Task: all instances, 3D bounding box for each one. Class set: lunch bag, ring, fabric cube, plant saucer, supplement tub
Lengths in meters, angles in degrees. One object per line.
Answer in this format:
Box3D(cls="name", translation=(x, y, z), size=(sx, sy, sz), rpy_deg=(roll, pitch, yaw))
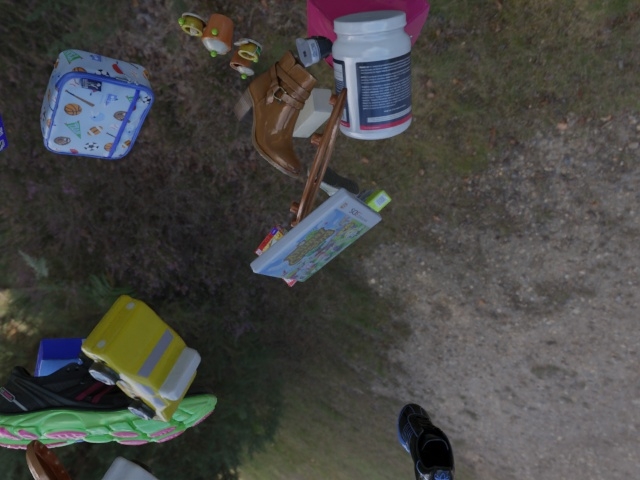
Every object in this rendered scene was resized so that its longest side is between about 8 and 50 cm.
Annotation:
Box3D(cls="lunch bag", translation=(-0.571, -0.341, 1.238), size=(0.303, 0.243, 0.115), rpy_deg=(-41, 58, 39))
Box3D(cls="ring", translation=(-0.009, -0.161, 1.015), size=(0.032, 0.336, 0.336), rpy_deg=(19, 144, 1))
Box3D(cls="fabric cube", translation=(0.137, -0.671, 1.489), size=(0.259, 0.258, 0.254), rpy_deg=(47, 174, 4))
Box3D(cls="plant saucer", translation=(-0.303, 0.261, 0.535), size=(0.083, 0.013, 0.083), rpy_deg=(40, 152, 28))
Box3D(cls="supplement tub", translation=(0.128, -0.405, 1.176), size=(0.191, 0.191, 0.272), rpy_deg=(15, 128, 30))

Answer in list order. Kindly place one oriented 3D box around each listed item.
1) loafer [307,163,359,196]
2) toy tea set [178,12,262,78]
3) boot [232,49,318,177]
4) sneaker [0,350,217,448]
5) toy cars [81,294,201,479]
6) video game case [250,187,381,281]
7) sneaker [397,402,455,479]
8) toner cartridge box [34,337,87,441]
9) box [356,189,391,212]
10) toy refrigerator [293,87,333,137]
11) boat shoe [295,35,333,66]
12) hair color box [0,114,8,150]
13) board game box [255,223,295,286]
Box3D(cls="loafer", translation=(0.048, -0.250, 2.135), size=(0.268, 0.102, 0.092), rpy_deg=(25, 146, -24))
Box3D(cls="toy tea set", translation=(-0.320, -0.639, 1.622), size=(0.200, 0.124, 0.336), rpy_deg=(13, 178, 33))
Box3D(cls="boot", translation=(-0.078, -0.319, 1.205), size=(0.220, 0.109, 0.283), rpy_deg=(-40, 66, 19))
Box3D(cls="sneaker", translation=(-0.476, 0.341, 1.068), size=(0.483, 0.202, 0.185), rpy_deg=(3, 142, -12))
Box3D(cls="toy cars", translation=(-0.208, 0.261, 0.607), size=(0.087, 0.176, 0.393), rpy_deg=(8, 98, 24))
Box3D(cls="video game case", translation=(0.000, 0.000, 0.883), size=(0.023, 0.212, 0.193), rpy_deg=(57, -165, 22))
Box3D(cls="sneaker", translation=(0.191, 0.358, 0.854), size=(0.081, 0.232, 0.090), rpy_deg=(5, 111, -4))
Box3D(cls="toner cartridge box", translation=(-0.692, 0.417, 1.302), size=(0.075, 0.165, 0.348), rpy_deg=(53, 127, 45))
Box3D(cls="box", translation=(0.124, -0.098, 1.374), size=(0.042, 0.109, 0.178), rpy_deg=(49, 174, -13))
Box3D(cls="toy refrigerator", translation=(-0.041, -0.527, 1.996), size=(0.269, 0.094, 0.102), rpy_deg=(156, 110, -64))
Box3D(cls="boat shoe", translation=(-0.014, -0.531, 1.321), size=(0.228, 0.076, 0.080), rpy_deg=(-124, 16, -70))
Box3D(cls="hair color box", translation=(-0.782, -0.301, 0.989), size=(0.185, 0.110, 0.339), rpy_deg=(39, 151, -10))
Box3D(cls="board game box", translation=(-0.131, 0.055, 1.782), size=(0.193, 0.045, 0.147), rpy_deg=(43, 121, 4))
